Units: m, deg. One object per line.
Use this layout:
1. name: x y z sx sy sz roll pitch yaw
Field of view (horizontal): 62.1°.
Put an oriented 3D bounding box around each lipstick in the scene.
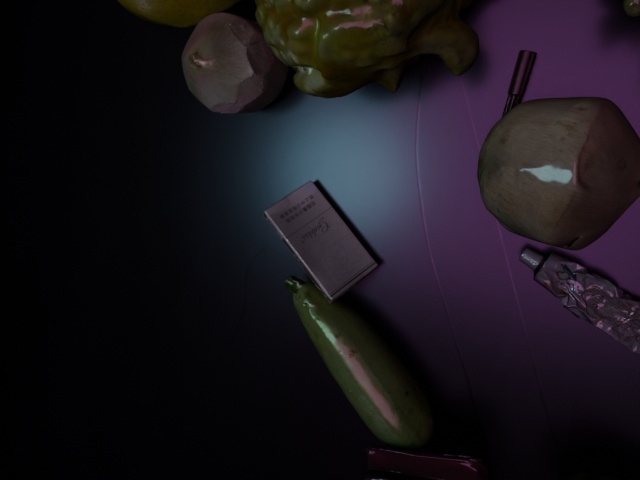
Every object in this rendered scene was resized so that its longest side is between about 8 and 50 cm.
1. lipstick: 0.292 -0.199 0.816 0.027 0.027 0.176 18 108 19

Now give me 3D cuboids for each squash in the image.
1. squash: 0.066 0.205 0.938 0.118 0.118 0.370 -42 77 23

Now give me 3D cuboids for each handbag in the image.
1. handbag: 0.181 0.413 0.890 0.203 0.074 0.216 2 145 21

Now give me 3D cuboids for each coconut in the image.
1. coconut: 0.331 -0.090 0.727 0.224 0.224 0.224 4 101 22
2. coconut: -0.147 -0.295 0.890 0.171 0.183 0.170 5 103 22

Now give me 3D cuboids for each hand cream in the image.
1. hand cream: 0.419 0.090 0.807 0.257 0.050 0.084 36 108 9

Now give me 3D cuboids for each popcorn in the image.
1. popcorn: 0.064 -0.356 0.750 0.335 0.279 0.274 -16 74 36

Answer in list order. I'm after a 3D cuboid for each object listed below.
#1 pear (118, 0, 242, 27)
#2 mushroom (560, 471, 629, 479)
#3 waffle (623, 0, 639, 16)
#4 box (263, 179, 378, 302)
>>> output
1. pear: -0.258 -0.540 0.848 0.386 0.191 0.340 8 86 24
2. mushroom: 0.463 0.424 0.744 0.267 0.267 0.254 8 103 21
3. waffle: 0.494 -0.366 0.608 0.301 0.058 0.281 -18 51 25
4. box: 0.000 0.000 0.936 0.109 0.029 0.198 -35 83 -19
